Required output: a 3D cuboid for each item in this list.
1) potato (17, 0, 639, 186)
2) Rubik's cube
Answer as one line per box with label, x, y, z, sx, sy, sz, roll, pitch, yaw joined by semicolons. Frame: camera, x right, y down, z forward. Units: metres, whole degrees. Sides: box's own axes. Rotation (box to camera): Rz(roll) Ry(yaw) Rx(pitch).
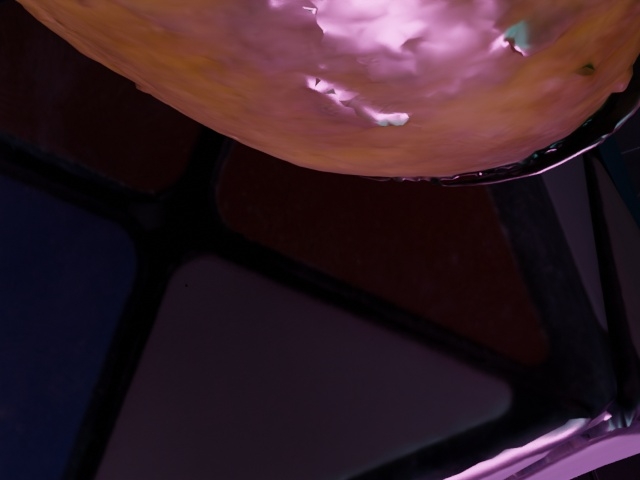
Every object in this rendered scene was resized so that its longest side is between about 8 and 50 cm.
potato;-0.019;-0.128;0.406;0.229;0.229;0.266;-23;168;22
Rubik's cube;0.000;0.000;0.858;0.307;0.305;0.310;-25;166;17
